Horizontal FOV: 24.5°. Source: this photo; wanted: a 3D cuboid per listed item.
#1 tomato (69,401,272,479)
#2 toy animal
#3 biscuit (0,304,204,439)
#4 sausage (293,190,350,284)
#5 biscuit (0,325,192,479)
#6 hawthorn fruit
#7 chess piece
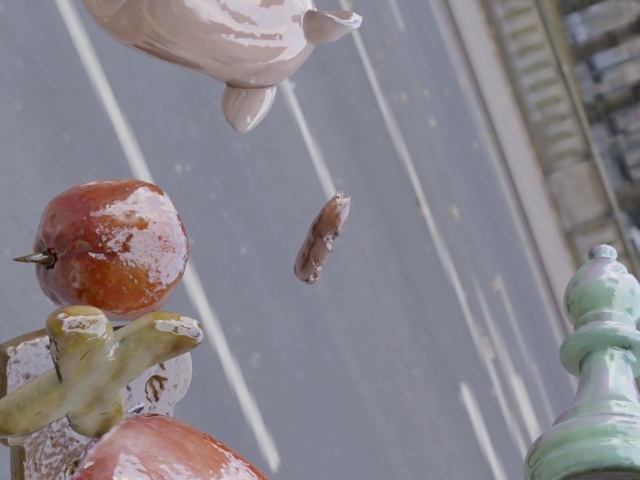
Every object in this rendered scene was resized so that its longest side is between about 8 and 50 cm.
[{"bbox_3d":[-0.070,0.268,0.788,0.338,0.144,0.338,11,90,-76],"label":"tomato"},{"bbox_3d":[-0.128,-0.262,1.524,0.256,0.195,0.213,14,48,-35],"label":"toy animal"},{"bbox_3d":[-0.231,0.134,1.464,0.164,0.208,0.047,5,50,-35],"label":"biscuit"},{"bbox_3d":[0.000,0.000,1.638,0.158,0.036,0.042,115,-20,-54],"label":"sausage"},{"bbox_3d":[-0.275,0.193,1.700,0.043,0.278,0.301,21,-24,43],"label":"biscuit"},{"bbox_3d":[-0.263,0.011,1.734,0.200,0.179,0.179,-1,66,-33],"label":"hawthorn fruit"},{"bbox_3d":[0.244,0.110,1.249,0.139,0.139,0.271,58,30,-43],"label":"chess piece"}]
